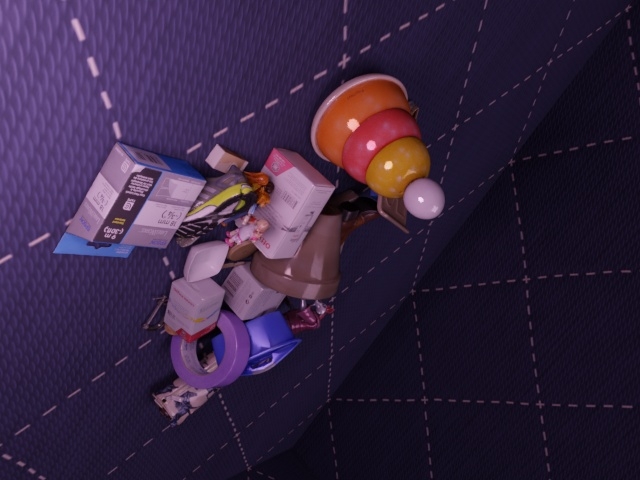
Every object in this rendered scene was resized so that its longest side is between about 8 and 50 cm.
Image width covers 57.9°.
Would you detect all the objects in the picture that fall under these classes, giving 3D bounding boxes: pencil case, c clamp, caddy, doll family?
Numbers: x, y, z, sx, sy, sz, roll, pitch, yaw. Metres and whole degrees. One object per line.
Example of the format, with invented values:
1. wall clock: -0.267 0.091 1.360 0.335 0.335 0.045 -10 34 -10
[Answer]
1. pencil case: -0.455 0.542 2.272 0.410 0.160 0.183 -37 172 -19
2. c clamp: -0.532 0.238 1.890 0.161 0.022 0.137 -58 157 18
3. caddy: -0.238 0.400 2.139 0.341 0.179 0.241 -23 167 -6
4. doll family: -0.211 -0.111 1.664 0.163 0.263 0.118 -24 130 22

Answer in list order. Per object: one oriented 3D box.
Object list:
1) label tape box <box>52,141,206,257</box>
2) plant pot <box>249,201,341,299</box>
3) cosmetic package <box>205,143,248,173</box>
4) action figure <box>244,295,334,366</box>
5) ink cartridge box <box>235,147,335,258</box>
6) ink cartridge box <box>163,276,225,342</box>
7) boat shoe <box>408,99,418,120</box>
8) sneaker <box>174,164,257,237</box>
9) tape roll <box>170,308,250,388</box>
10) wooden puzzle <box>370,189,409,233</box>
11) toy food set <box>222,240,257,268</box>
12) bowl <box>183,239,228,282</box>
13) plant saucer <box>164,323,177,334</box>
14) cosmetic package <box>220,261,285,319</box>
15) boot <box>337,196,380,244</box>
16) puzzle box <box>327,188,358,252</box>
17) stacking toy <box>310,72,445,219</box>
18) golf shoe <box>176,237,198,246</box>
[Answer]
1. label tape box: -0.473 -0.061 1.455 0.334 0.106 0.240 -55 153 15
2. plant pot: -0.057 0.006 1.993 0.323 0.323 0.280 -10 123 -51
3. cosmetic package: -0.261 -0.221 1.622 0.060 0.041 0.115 -52 154 13
4. action figure: -0.116 0.341 2.358 0.370 0.276 0.248 -13 166 -7
5. ink cartridge box: -0.118 -0.113 1.804 0.117 0.207 0.283 -1 130 -54
6. ink cartridge box: -0.412 0.213 1.890 0.127 0.128 0.176 -26 145 -49
7. boat shoe: 0.333 -0.447 2.185 0.063 0.059 0.170 -35 152 -24
8. sneaker: -0.319 -0.103 1.604 0.300 0.121 0.111 -24 153 11
9. tape roll: -0.383 0.372 2.007 0.275 0.275 0.090 -51 154 8
10. wooden puzzle: 0.268 -0.223 2.216 0.322 0.080 0.348 26 64 -63
11. toy food set: -0.265 0.023 1.935 0.132 0.038 0.192 -8 151 -47
12. bowl: -0.371 0.058 1.838 0.142 0.053 0.142 -18 142 -47
13. plant saucer: -0.494 0.287 1.988 0.083 0.015 0.083 -11 120 -20
14. cosmetic package: -0.237 0.178 2.096 0.151 0.151 0.183 -55 153 19
15. boot: 0.113 -0.030 2.285 0.264 0.096 0.280 -19 145 -49
16. puzzle box: 0.000 0.000 2.321 0.272 0.052 0.409 -26 147 -35
17. stacking toy: 0.211 -0.242 1.766 0.350 0.480 0.350 -21 148 -14
18. golf shoe: -0.350 -0.047 1.711 0.176 0.069 0.086 -48 160 5
